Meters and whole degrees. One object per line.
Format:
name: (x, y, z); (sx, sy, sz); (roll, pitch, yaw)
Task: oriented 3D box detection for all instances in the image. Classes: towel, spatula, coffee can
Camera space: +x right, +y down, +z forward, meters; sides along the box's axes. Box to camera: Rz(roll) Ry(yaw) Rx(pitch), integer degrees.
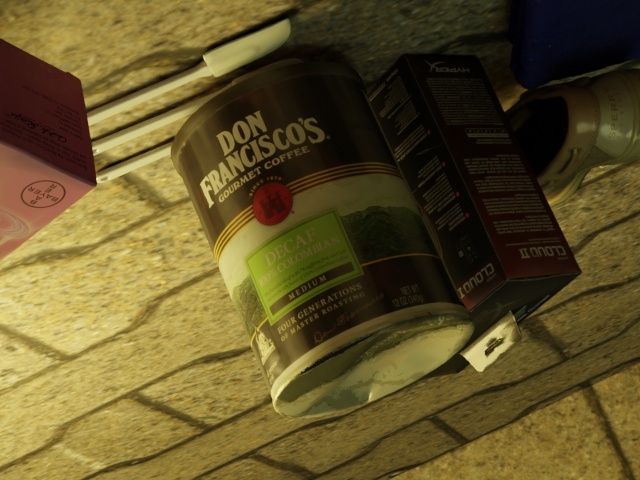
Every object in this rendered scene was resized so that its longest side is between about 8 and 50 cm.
towel: (0.325, -0.269, 1.573); (0.308, 0.076, 0.228); (-19, 151, -7)
spatula: (-0.122, -0.120, 1.543); (0.242, 0.019, 0.168); (-24, 159, 3)
coffee can: (0.000, 0.000, 1.541); (0.201, 0.275, 0.201); (-21, 158, -9)

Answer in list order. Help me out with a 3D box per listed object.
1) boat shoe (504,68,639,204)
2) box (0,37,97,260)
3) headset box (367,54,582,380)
boat shoe: (0.228, -0.109, 1.722); (0.110, 0.122, 0.341); (-6, 170, -19)
box: (-0.338, -0.060, 1.275); (0.243, 0.117, 0.213); (-34, 141, 27)
headset box: (0.120, -0.008, 1.665); (0.110, 0.293, 0.218); (-4, 151, -38)
